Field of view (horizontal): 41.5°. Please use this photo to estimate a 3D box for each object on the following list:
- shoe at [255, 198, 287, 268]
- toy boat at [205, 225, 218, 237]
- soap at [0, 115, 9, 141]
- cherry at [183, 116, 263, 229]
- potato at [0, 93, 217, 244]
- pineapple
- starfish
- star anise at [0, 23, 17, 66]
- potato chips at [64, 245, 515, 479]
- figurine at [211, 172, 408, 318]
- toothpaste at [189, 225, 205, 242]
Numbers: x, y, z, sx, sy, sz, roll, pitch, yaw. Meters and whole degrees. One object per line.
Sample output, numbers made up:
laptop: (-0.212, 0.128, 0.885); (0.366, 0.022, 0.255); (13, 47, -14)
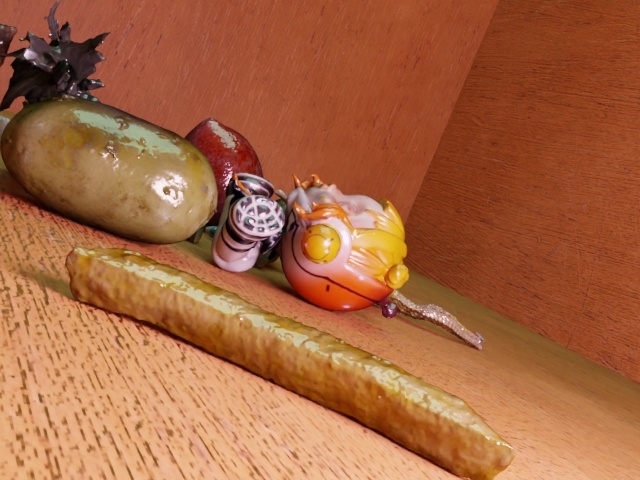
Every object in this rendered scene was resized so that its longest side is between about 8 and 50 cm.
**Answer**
shoe: (-0.100, -0.010, 1.626); (0.098, 0.103, 0.275); (54, 19, 3)
toy boat: (-0.184, -0.001, 1.722); (0.105, 0.034, 0.149); (20, -9, -2)
soap: (-0.725, -0.248, 1.650); (0.198, 0.066, 0.119); (22, 5, -10)
cherry: (-0.219, -0.137, 1.837); (0.206, 0.239, 0.239); (19, 5, -39)
potato: (-0.294, -0.099, 1.197); (0.307, 0.173, 0.210); (24, 4, -24)
pineapple: (-0.412, -0.224, 1.306); (0.166, 0.165, 0.364); (22, -30, -3)
starfish: (0.110, 0.040, 1.656); (0.398, 0.132, 0.384); (42, -8, 40)
star anise: (-0.594, -0.254, 1.268); (0.108, 0.315, 0.315); (64, -13, -20)
potato chips: (-0.029, 0.099, 0.730); (0.407, 0.057, 0.080); (23, 16, 10)
figurine: (-0.003, 0.004, 1.340); (0.323, 0.196, 0.320); (16, 14, -9)
toothpaste: (-0.350, -0.095, 1.517); (0.313, 0.089, 0.071); (23, 8, 1)
